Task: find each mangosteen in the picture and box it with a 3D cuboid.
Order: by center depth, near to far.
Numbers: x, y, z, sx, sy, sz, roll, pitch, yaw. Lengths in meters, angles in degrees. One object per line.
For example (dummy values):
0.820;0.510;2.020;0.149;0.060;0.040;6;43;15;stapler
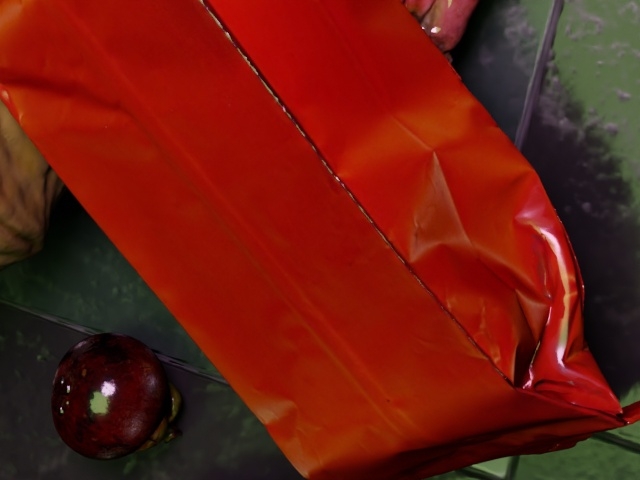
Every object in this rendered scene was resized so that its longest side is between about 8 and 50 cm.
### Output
-0.128;0.096;1.034;0.081;0.081;0.081;3;97;20;mangosteen

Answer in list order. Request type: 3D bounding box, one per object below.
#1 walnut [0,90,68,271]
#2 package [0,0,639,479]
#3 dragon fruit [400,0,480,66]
-0.248;-0.069;0.989;0.228;0.228;0.228;3;97;20;walnut
-0.011;-0.033;0.883;0.424;0.123;0.196;52;141;-4;package
0.055;-0.194;0.901;0.262;0.134;0.212;13;110;18;dragon fruit
